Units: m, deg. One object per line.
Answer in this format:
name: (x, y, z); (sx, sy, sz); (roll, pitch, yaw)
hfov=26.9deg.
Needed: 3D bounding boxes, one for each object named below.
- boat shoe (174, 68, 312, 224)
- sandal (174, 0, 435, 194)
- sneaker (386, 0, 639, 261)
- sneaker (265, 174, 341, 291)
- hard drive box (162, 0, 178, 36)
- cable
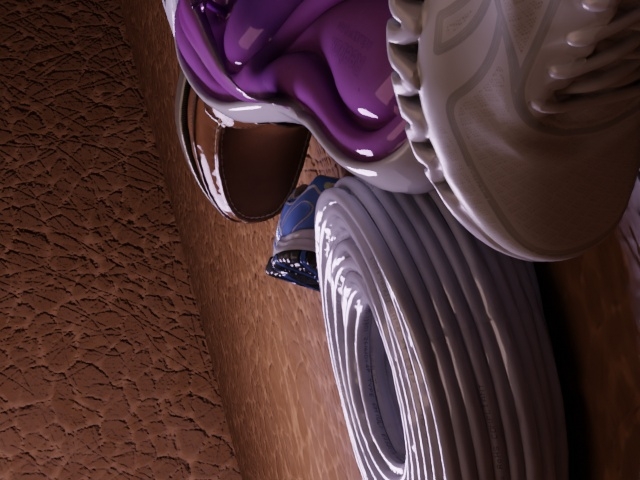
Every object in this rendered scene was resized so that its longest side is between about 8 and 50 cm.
boat shoe: (-0.047, -0.131, 1.066); (0.104, 0.111, 0.307); (48, 145, 47)
sandal: (-0.022, -0.149, 0.807); (0.416, 0.102, 0.169); (32, 100, 60)
sneaker: (0.092, -0.105, 0.476); (0.118, 0.110, 0.292); (-130, 28, -50)
sneaker: (0.000, 0.000, 1.147); (0.211, 0.080, 0.081); (135, 151, -80)
hard drive box: (-0.131, -0.355, 1.355); (0.232, 0.089, 0.181); (93, 161, -51)
cable: (0.067, 0.079, 0.800); (0.257, 0.089, 0.257); (100, 156, -62)
